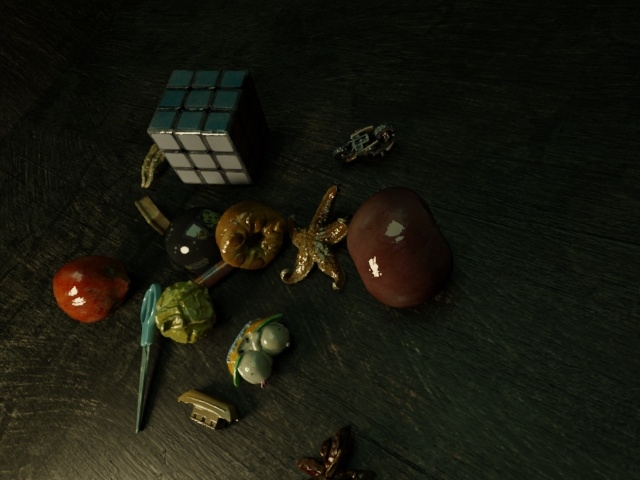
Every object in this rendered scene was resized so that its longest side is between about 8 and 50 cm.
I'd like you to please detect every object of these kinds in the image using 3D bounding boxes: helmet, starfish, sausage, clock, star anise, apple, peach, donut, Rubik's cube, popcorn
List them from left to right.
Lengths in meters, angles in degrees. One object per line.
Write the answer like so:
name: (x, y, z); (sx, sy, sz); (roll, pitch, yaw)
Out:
peach: (-0.770, 0.160, 1.466); (0.256, 0.232, 0.233); (-3, 61, 19)
starfish: (-0.593, -0.426, 1.805); (0.323, 0.082, 0.433); (-5, 62, 8)
popcorn: (-0.414, 0.222, 1.306); (0.167, 0.186, 0.188); (-18, 43, -16)
helmet: (-0.441, -0.016, 1.461); (0.278, 0.160, 0.231); (-15, 59, 13)
sausage: (-0.413, 0.160, 1.413); (0.347, 0.053, 0.053); (-37, 55, 0)
Rubik's cube: (-0.388, -0.403, 1.542); (0.300, 0.304, 0.306); (3, 61, 10)
donut: (-0.218, -0.018, 1.333); (0.226, 0.227, 0.114); (-41, 46, -3)
clock: (-0.168, 0.309, 1.196); (0.144, 0.103, 0.231); (22, 75, 30)
starfish: (-0.001, 0.001, 1.274); (0.303, 0.113, 0.313); (-29, 59, 37)
star anise: (0.021, 0.552, 0.983); (0.195, 0.111, 0.213); (-20, 63, 20)
apple: (0.202, 0.018, 1.103); (0.234, 0.305, 0.306); (-30, 54, 18)

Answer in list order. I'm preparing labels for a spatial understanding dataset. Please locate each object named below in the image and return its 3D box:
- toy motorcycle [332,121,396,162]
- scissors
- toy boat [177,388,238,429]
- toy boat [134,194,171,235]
toy motorcycle: (0.157, -0.316, 1.417); (0.229, 0.129, 0.094); (-23, 76, 25)
scissors: (-0.551, 0.361, 1.338); (0.192, 0.029, 0.448); (-31, 55, 50)
toy boat: (-0.320, 0.477, 1.193); (0.200, 0.057, 0.077); (12, 74, 28)
toy boat: (-0.645, -0.110, 1.628); (0.061, 0.116, 0.188); (-41, 57, -9)
